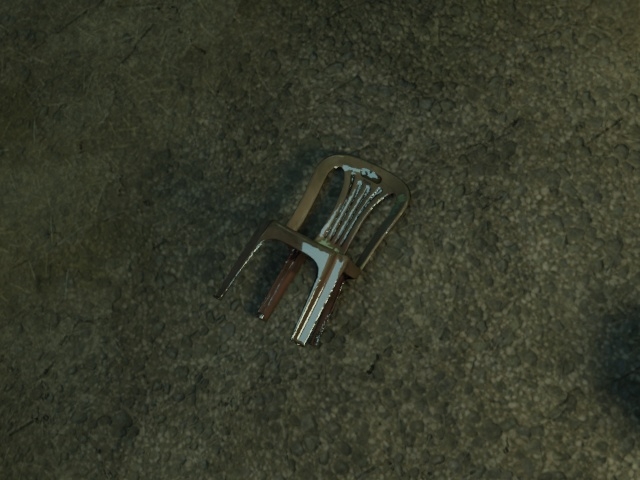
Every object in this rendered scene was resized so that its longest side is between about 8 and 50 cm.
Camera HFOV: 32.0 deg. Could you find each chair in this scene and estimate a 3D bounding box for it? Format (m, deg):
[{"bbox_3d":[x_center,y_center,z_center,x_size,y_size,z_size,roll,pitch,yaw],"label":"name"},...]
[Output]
[{"bbox_3d":[0.000,0.000,1.801,0.176,0.183,0.326,26,86,18],"label":"chair"}]
